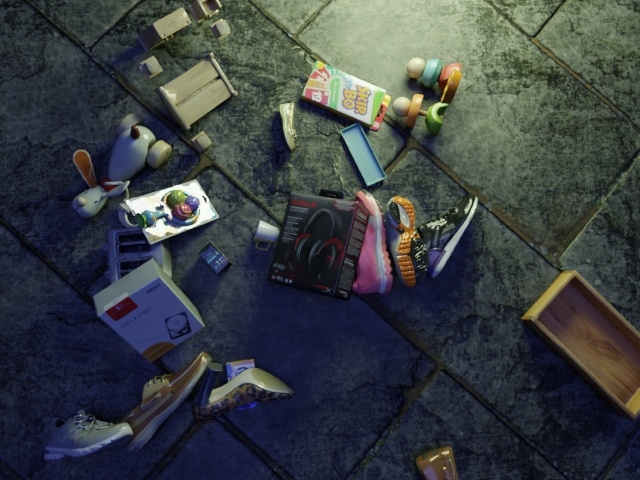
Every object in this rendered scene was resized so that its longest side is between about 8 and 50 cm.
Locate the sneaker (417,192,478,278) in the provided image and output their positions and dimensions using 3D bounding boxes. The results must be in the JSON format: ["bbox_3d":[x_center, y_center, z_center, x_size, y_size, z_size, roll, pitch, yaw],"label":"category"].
[{"bbox_3d":[0.359,-0.037,1.503,0.124,0.107,0.283,31,82,6],"label":"sneaker"}]

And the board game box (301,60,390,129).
[{"bbox_3d":[0.082,-0.446,1.569,0.259,0.039,0.124,23,82,-4],"label":"board game box"}]

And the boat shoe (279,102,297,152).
[{"bbox_3d":[-0.090,-0.342,1.531,0.048,0.056,0.153,-11,76,-1],"label":"boat shoe"}]

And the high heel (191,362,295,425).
[{"bbox_3d":[-0.215,0.447,1.398,0.261,0.093,0.186,18,105,-14],"label":"high heel"}]

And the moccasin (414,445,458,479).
[{"bbox_3d":[0.387,0.762,1.393,0.146,0.139,0.380,-20,75,2],"label":"moccasin"}]

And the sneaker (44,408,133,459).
[{"bbox_3d":[-0.615,0.498,1.321,0.281,0.105,0.115,-16,73,19],"label":"sneaker"}]

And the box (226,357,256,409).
[{"bbox_3d":[-0.219,0.408,1.439,0.081,0.028,0.136,-8,82,-5],"label":"box"}]

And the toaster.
[{"bbox_3d":[-0.503,0.051,1.422,0.185,0.110,0.168,-6,84,-5],"label":"toaster"}]

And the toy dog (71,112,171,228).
[{"bbox_3d":[-0.569,-0.210,1.424,0.220,0.161,0.334,18,82,-2],"label":"toy dog"}]

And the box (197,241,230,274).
[{"bbox_3d":[-0.303,0.053,1.460,0.052,0.062,0.083,-44,88,-9],"label":"box"}]

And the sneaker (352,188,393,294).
[{"bbox_3d":[0.120,0.006,1.467,0.136,0.116,0.314,-8,84,-9],"label":"sneaker"}]

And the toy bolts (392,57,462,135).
[{"bbox_3d":[0.321,-0.469,1.517,0.158,0.218,0.229,19,64,5],"label":"toy bolts"}]

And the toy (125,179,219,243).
[{"bbox_3d":[-0.399,-0.094,1.413,0.237,0.056,0.137,-28,85,-42],"label":"toy"}]

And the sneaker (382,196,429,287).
[{"bbox_3d":[0.236,0.013,1.471,0.099,0.121,0.263,-1,71,-15],"label":"sneaker"}]

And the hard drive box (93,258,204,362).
[{"bbox_3d":[-0.450,0.190,1.348,0.181,0.232,0.089,-34,42,-6],"label":"hard drive box"}]

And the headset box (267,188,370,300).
[{"bbox_3d":[0.000,0.000,1.420,0.218,0.110,0.293,12,82,28],"label":"headset box"}]

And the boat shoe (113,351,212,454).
[{"bbox_3d":[-0.431,0.422,1.377,0.116,0.123,0.324,42,80,4],"label":"boat shoe"}]

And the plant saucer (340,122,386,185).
[{"bbox_3d":[0.130,-0.263,1.556,0.067,0.018,0.192,-25,84,-7],"label":"plant saucer"}]

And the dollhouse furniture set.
[{"bbox_3d":[-0.369,-0.500,1.539,0.303,0.173,0.356,-41,117,-20],"label":"dollhouse furniture set"}]

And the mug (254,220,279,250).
[{"bbox_3d":[-0.158,-0.016,1.490,0.064,0.078,0.062,16,49,-11],"label":"mug"}]

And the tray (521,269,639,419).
[{"bbox_3d":[0.821,0.306,1.507,0.411,0.076,0.203,45,81,1],"label":"tray"}]
